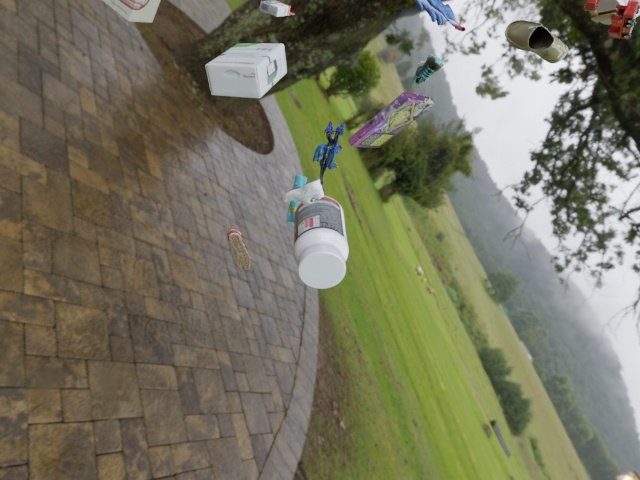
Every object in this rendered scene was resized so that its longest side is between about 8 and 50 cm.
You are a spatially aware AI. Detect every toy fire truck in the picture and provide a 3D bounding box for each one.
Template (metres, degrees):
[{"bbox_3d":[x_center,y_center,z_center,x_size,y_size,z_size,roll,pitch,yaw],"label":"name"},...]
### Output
[{"bbox_3d":[0.854,-0.663,1.297,0.135,0.047,0.192,24,6,29],"label":"toy fire truck"}]

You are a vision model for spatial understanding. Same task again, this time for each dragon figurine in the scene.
[{"bbox_3d":[0.026,-0.345,1.805,0.085,0.289,0.144,25,9,13],"label":"dragon figurine"}]

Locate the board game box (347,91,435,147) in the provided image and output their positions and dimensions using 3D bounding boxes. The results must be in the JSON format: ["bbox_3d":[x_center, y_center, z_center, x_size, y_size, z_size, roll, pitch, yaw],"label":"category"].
[{"bbox_3d":[0.306,-0.517,1.928,0.208,0.347,0.056,-15,78,-46],"label":"board game box"}]

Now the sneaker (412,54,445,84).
[{"bbox_3d":[0.355,-0.559,1.460,0.065,0.076,0.166,28,4,-8],"label":"sneaker"}]

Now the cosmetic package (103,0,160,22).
[{"bbox_3d":[-0.577,-0.873,1.399,0.153,0.296,0.129,37,30,0],"label":"cosmetic package"}]

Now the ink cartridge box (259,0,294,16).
[{"bbox_3d":[-0.128,-0.708,1.339,0.063,0.029,0.115,27,38,13],"label":"ink cartridge box"}]

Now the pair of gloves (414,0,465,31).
[{"bbox_3d":[0.322,-0.649,1.227,0.198,0.023,0.159,-11,63,-42],"label":"pair of gloves"}]

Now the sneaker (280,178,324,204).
[{"bbox_3d":[-0.054,-0.128,1.269,0.053,0.152,0.061,-39,109,-47],"label":"sneaker"}]

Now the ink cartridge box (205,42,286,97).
[{"bbox_3d":[-0.280,-0.664,1.707,0.289,0.211,0.121,-64,157,-47],"label":"ink cartridge box"}]

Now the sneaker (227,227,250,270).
[{"bbox_3d":[-0.224,0.021,1.208,0.067,0.042,0.118,-125,-160,-59],"label":"sneaker"}]

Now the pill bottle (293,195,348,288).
[{"bbox_3d":[0.000,0.000,1.700,0.210,0.210,0.363,51,21,-30],"label":"pill bottle"}]

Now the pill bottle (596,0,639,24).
[{"bbox_3d":[1.065,-0.839,1.495,0.146,0.264,0.146,52,-11,15],"label":"pill bottle"}]

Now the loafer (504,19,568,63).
[{"bbox_3d":[0.776,-0.741,1.600,0.092,0.102,0.268,18,26,-47],"label":"loafer"}]

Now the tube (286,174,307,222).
[{"bbox_3d":[-0.106,-0.179,1.921,0.052,0.207,0.080,13,0,-25],"label":"tube"}]
